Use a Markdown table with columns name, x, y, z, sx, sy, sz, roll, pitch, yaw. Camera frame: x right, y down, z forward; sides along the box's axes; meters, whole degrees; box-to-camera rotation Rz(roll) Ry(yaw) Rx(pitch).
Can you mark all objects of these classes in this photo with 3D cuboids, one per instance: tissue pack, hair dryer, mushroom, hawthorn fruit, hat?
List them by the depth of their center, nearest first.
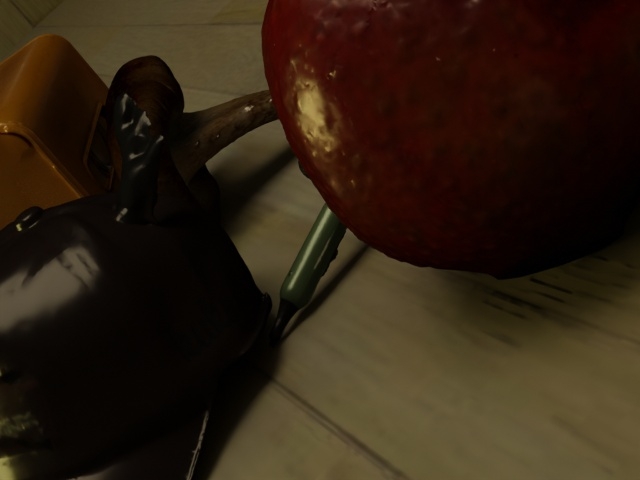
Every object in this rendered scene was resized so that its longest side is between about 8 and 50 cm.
| name | x | y | z | sx | sy | sz | roll | pitch | yaw |
| --- | --- | --- | --- | --- | --- | --- | --- | --- | --- |
| hawthorn fruit | 0.056 | -0.106 | 0.649 | 0.210 | 0.266 | 0.230 | -49 | 10 | 34 |
| hat | -0.179 | 0.062 | 0.781 | 0.238 | 0.209 | 0.336 | -21 | 30 | 35 |
| hair dryer | 0.000 | 0.000 | 0.810 | 0.150 | 0.071 | 0.047 | -62 | 24 | -8 |
| mushroom | -0.064 | -0.101 | 1.050 | 0.217 | 0.148 | 0.227 | -22 | 32 | -1 |
| tissue pack | -0.242 | -0.047 | 1.110 | 0.145 | 0.194 | 0.274 | -37 | 23 | 11 |
